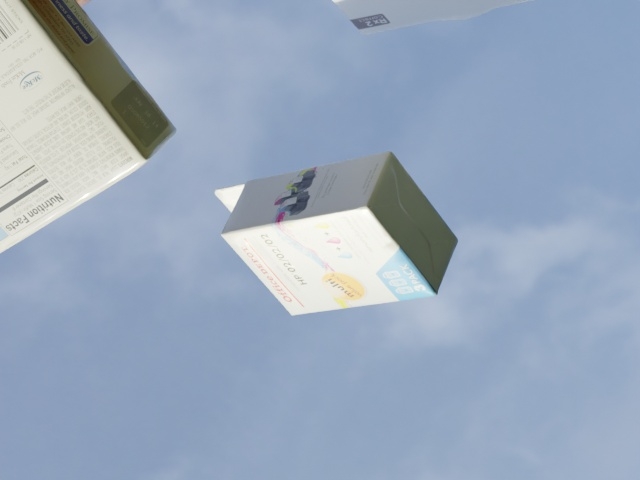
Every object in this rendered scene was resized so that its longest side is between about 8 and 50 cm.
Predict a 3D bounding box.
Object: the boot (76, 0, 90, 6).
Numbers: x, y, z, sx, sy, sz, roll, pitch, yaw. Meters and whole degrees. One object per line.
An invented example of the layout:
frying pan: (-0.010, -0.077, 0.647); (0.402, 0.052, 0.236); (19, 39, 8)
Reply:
boot: (-0.184, -0.155, 0.831); (0.220, 0.283, 0.109); (-57, -50, -43)

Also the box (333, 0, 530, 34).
box: (0.076, -0.256, 1.111); (0.182, 0.181, 0.119); (40, -131, -52)

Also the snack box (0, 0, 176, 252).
snack box: (-0.124, -0.017, 0.453); (0.064, 0.178, 0.022); (52, -142, -14)

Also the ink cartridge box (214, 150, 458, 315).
ink cartridge box: (0.000, 0.000, 1.181); (0.104, 0.181, 0.061); (50, -133, -32)
